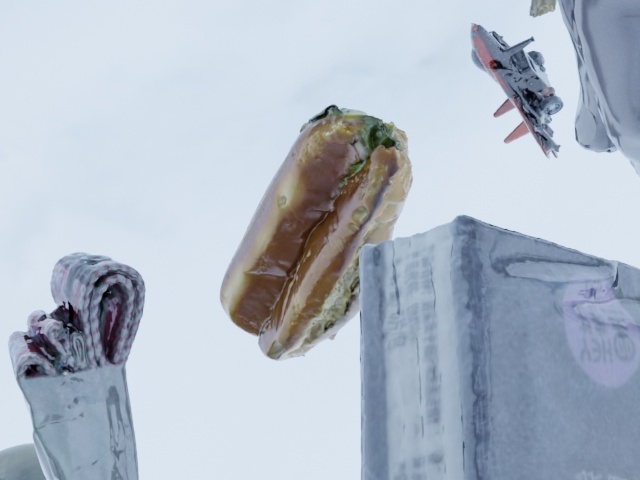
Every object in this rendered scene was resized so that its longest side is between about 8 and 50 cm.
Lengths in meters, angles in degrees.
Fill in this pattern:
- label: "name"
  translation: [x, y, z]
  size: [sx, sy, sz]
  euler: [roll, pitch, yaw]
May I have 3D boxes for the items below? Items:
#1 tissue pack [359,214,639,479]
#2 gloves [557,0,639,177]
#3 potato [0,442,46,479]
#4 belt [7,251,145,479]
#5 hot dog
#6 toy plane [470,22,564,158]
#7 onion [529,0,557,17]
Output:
- label: "tissue pack"
  translation: [0.062, 0.081, 0.382]
  size: [0.112, 0.051, 0.156]
  euler: [16, 65, -39]
- label: "gloves"
  translation: [0.151, -0.099, 0.635]
  size: [0.285, 0.142, 0.119]
  euler: [49, 51, -50]
- label: "potato"
  translation: [-0.245, 0.285, 1.393]
  size: [0.169, 0.248, 0.143]
  euler: [-13, 132, -23]
- label: "belt"
  translation: [-0.121, 0.124, 0.811]
  size: [0.071, 0.053, 0.232]
  euler: [-8, 102, -21]
- label: "hot dog"
  translation: [0.000, 0.000, 1.230]
  size: [0.072, 0.115, 0.269]
  euler: [-22, 157, -40]
- label: "toy plane"
  translation: [0.169, -0.144, 1.354]
  size: [0.061, 0.130, 0.189]
  euler: [-21, 151, 7]
- label: "onion"
  translation: [0.274, -0.458, 1.605]
  size: [0.358, 0.345, 0.358]
  euler: [8, 129, 10]
